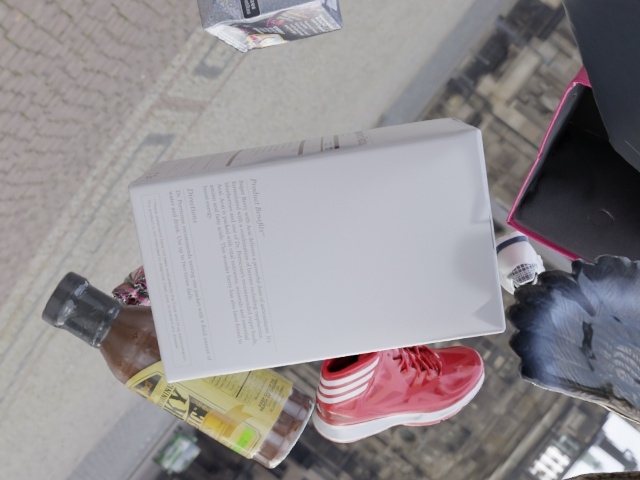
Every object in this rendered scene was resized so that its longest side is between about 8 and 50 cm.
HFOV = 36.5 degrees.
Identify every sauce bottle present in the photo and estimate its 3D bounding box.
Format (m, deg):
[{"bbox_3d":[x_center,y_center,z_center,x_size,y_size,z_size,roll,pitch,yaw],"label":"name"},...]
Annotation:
[{"bbox_3d":[-0.178,0.154,1.200,0.111,0.344,0.111,-60,-179,2],"label":"sauce bottle"}]

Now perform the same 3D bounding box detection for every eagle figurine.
[{"bbox_3d":[0.268,0.161,0.691,0.226,0.298,0.225,-55,145,-18],"label":"eagle figurine"}]

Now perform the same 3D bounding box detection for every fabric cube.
[{"bbox_3d":[0.426,-0.120,1.217,0.258,0.254,0.259,-51,164,-39],"label":"fabric cube"}]

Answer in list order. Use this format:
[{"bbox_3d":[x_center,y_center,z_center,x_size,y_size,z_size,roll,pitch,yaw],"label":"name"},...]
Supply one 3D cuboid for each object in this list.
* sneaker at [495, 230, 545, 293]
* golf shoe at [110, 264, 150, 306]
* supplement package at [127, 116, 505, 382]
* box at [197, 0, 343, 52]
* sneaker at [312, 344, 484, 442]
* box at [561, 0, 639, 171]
[{"bbox_3d":[0.350,0.066,1.674,0.090,0.095,0.235,-29,152,11],"label":"sneaker"},{"bbox_3d":[-0.235,0.054,1.420,0.186,0.067,0.086,-12,-143,49],"label":"golf shoe"},{"bbox_3d":[0.000,0.000,0.877,0.293,0.178,0.175,-8,-170,2],"label":"supplement package"},{"bbox_3d":[-0.072,-0.364,1.123,0.142,0.247,0.163,-12,179,11],"label":"box"},{"bbox_3d":[0.097,0.140,1.081,0.221,0.087,0.128,-19,133,-26],"label":"sneaker"},{"bbox_3d":[0.256,-0.110,0.393,0.212,0.293,0.395,-38,145,4],"label":"box"}]
